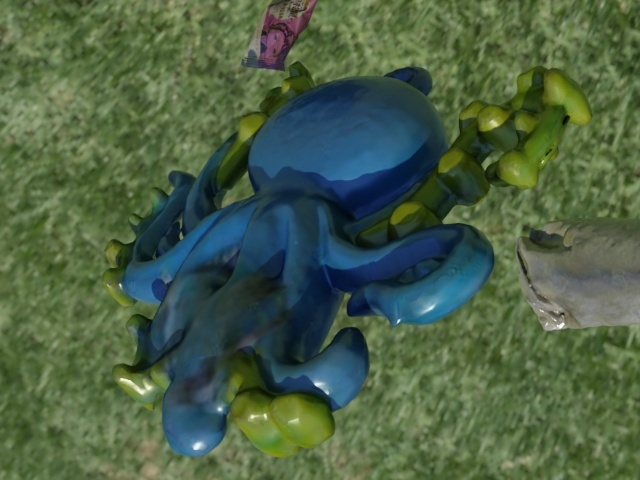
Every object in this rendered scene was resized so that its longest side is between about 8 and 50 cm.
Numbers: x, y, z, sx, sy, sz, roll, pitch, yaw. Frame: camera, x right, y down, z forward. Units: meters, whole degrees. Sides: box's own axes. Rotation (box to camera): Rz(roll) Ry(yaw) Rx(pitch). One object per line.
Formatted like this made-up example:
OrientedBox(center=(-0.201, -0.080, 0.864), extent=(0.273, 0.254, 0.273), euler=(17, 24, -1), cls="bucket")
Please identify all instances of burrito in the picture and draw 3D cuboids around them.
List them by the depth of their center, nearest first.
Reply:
OrientedBox(center=(0.251, 0.018, 0.854), extent=(0.275, 0.059, 0.082), euler=(-7, 108, 47), cls="burrito")

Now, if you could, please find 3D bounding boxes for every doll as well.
OrientedBox(center=(0.000, 0.000, 0.821), extent=(0.346, 0.341, 0.099), euler=(-3, 137, 45), cls="doll")

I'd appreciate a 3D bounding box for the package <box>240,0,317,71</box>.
OrientedBox(center=(-0.031, -0.176, 1.048), extent=(0.059, 0.083, 0.029), euler=(11, 162, 46), cls="package")
